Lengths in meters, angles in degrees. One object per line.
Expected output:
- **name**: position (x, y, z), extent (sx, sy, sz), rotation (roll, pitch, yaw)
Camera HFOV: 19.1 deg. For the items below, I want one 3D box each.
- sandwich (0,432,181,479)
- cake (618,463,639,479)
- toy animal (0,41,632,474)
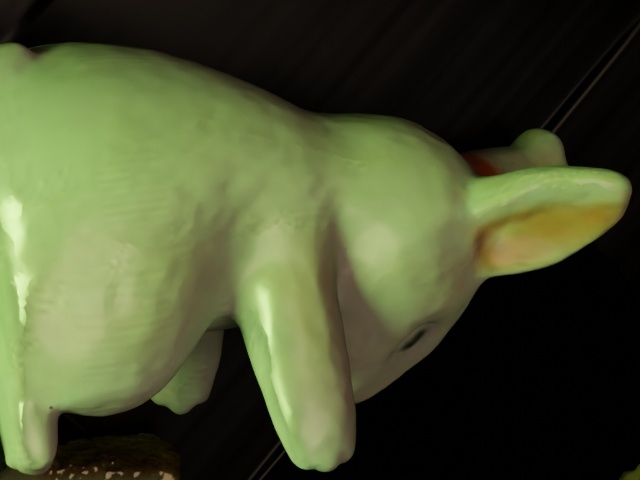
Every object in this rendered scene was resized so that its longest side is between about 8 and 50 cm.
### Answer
- **sandwich**: position (-0.104, 0.123, 0.721), extent (0.093, 0.036, 0.104), rotation (3, 103, -28)
- **cake**: position (0.310, 0.134, 0.810), extent (0.290, 0.256, 0.282), rotation (-46, 120, -5)
- **toy animal**: position (-0.009, 0.013, 0.683), extent (0.282, 0.140, 0.138), rotation (9, 97, -30)
